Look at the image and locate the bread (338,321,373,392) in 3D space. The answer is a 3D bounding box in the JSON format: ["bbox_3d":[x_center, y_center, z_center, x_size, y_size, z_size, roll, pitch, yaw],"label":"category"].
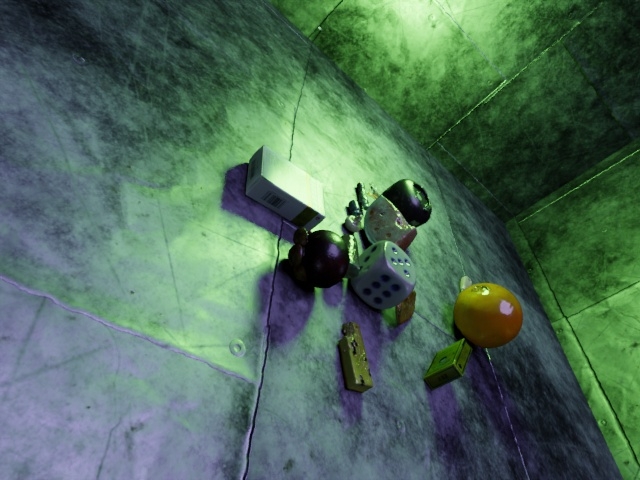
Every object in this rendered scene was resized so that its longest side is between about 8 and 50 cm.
[{"bbox_3d":[0.105,0.358,1.316,0.088,0.049,0.226,25,39,-36],"label":"bread"}]

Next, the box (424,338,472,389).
[{"bbox_3d":[0.496,0.476,1.608,0.064,0.141,0.220,54,32,5],"label":"box"}]

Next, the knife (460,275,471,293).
[{"bbox_3d":[0.780,0.302,2.275,0.081,0.043,0.336,54,37,-7],"label":"knife"}]

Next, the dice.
[{"bbox_3d":[0.240,0.132,1.591,0.194,0.193,0.192,42,33,-16],"label":"dice"}]

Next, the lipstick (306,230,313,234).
[{"bbox_3d":[-0.001,0.000,1.576,0.129,0.030,0.030,37,34,-22],"label":"lipstick"}]

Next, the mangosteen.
[{"bbox_3d":[-0.003,0.059,1.369,0.209,0.209,0.210,33,35,-27],"label":"mangosteen"}]

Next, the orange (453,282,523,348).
[{"bbox_3d":[0.786,0.352,1.962,0.312,0.312,0.312,33,35,-27],"label":"orange"}]

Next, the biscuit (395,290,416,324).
[{"bbox_3d":[0.344,0.266,1.682,0.247,0.028,0.119,-3,97,-62],"label":"biscuit"}]

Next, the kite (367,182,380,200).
[{"bbox_3d":[0.315,-0.212,2.225,0.183,0.014,0.242,26,40,-34],"label":"kite"}]

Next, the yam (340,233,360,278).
[{"bbox_3d":[0.099,0.063,1.569,0.107,0.107,0.183,37,32,-21],"label":"yam"}]

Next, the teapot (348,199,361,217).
[{"bbox_3d":[0.155,-0.141,1.920,0.049,0.064,0.084,0,54,-14],"label":"teapot"}]

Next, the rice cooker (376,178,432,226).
[{"bbox_3d":[0.432,-0.171,2.121,0.267,0.224,0.268,32,42,-34],"label":"rice cooker"}]

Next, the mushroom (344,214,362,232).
[{"bbox_3d":[0.150,-0.079,1.806,0.085,0.079,0.085,35,35,-29],"label":"mushroom"}]

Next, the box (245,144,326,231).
[{"bbox_3d":[-0.125,-0.192,1.548,0.299,0.106,0.200,31,36,-31],"label":"box"}]

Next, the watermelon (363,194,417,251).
[{"bbox_3d":[0.321,-0.051,1.887,0.148,0.225,0.319,55,30,-52],"label":"watermelon"}]

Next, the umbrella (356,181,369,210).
[{"bbox_3d":[0.208,-0.217,2.067,0.046,0.050,0.189,50,23,-43],"label":"umbrella"}]
